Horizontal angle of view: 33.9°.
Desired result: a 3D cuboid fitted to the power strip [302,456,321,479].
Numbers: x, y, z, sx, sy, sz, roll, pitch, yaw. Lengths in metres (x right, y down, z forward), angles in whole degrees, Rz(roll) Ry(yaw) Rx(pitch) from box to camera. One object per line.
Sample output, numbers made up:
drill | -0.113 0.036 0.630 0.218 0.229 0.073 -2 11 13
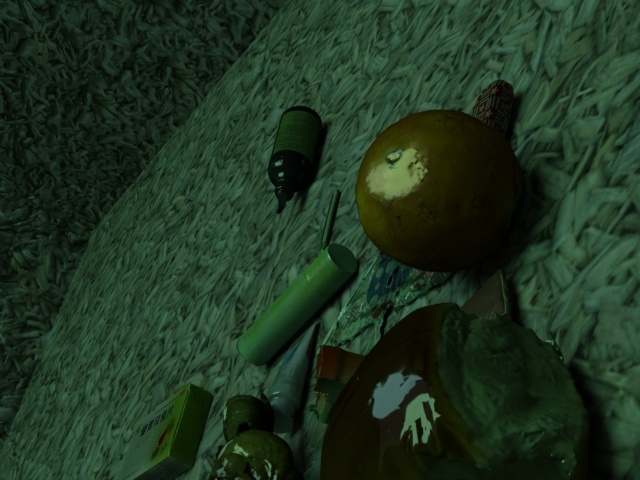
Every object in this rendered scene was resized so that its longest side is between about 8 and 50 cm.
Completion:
power strip | -0.001 0.445 1.426 0.106 0.043 0.367 -49 22 27

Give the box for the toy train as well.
toy train | 0.039 0.221 1.495 0.176 0.118 0.074 108 177 -55

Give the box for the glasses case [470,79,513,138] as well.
glasses case | 0.263 -0.165 1.659 0.073 0.049 0.194 -31 34 55

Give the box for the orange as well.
orange | 0.167 -0.069 1.496 0.240 0.240 0.240 -48 22 28

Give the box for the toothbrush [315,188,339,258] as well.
toothbrush | 0.005 0.003 2.080 0.026 0.028 0.294 -38 24 43

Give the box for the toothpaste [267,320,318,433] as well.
toothpaste | -0.052 0.237 1.844 0.089 0.057 0.234 -45 18 33

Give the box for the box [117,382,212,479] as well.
box | -0.334 0.431 2.221 0.260 0.062 0.175 -40 28 44

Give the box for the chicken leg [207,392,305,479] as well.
chicken leg | -0.104 0.341 1.548 0.429 0.153 0.201 -110 26 -72

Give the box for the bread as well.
bread | 0.130 0.223 1.161 0.279 0.225 0.250 -54 19 28

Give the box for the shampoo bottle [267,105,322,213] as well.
shampoo bottle | -0.064 -0.185 2.399 0.101 0.101 0.283 -41 26 41

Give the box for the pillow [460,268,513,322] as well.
pillow | 0.179 0.146 1.423 0.232 0.043 0.126 -50 19 24

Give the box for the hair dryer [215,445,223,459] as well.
hair dryer | -0.154 0.393 1.878 0.173 0.050 0.195 -51 18 14

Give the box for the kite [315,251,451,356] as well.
kite | 0.104 0.095 1.719 0.406 0.014 0.368 -38 28 46

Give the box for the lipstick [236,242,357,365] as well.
lipstick | -0.048 0.126 1.955 0.304 0.076 0.076 -46 23 31
